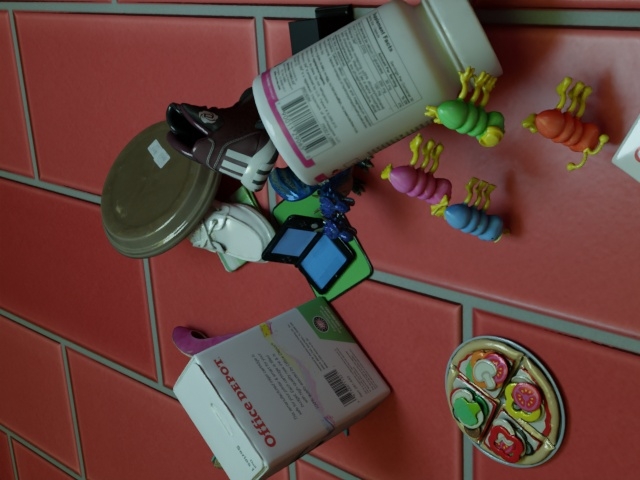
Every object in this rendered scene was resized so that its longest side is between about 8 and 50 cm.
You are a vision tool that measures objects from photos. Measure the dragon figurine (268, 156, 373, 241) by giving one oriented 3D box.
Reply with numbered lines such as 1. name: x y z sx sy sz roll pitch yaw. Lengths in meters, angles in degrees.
1. dragon figurine: -0.023 -0.111 1.375 0.289 0.144 0.085 41 130 27

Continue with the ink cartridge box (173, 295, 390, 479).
1. ink cartridge box: -0.060 0.237 1.447 0.201 0.278 0.117 53 137 16

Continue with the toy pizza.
1. toy pizza: 0.255 0.234 1.310 0.201 0.032 0.201 19 119 40

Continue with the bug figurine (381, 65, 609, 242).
1. bug figurine: 0.203 -0.091 1.125 0.279 0.216 0.072 -52 30 44

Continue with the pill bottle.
1. pill bottle: 0.072 -0.200 1.152 0.283 0.160 0.160 -27 85 12

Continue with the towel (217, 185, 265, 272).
1. towel: -0.145 -0.020 1.633 0.152 0.023 0.113 -35 81 44

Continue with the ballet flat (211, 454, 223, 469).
1. ballet flat: -0.152 0.378 1.771 0.067 0.073 0.206 27 131 3

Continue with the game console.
1. game console: -0.023 0.025 1.478 0.122 0.107 0.071 -52 39 43

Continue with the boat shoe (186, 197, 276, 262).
1. boat shoe: -0.192 -0.021 1.588 0.277 0.096 0.098 23 119 37

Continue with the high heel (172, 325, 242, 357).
1. high heel: -0.196 0.186 1.742 0.244 0.082 0.117 29 93 52

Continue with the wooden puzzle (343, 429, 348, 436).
1. wooden puzzle: 0.004 0.292 1.603 0.116 0.014 0.078 23 121 38

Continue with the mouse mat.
1. mouse mat: 0.000 0.000 1.499 0.152 0.007 0.189 -36 80 47

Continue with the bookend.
1. bookend: -0.023 -0.249 1.313 0.072 0.157 0.156 8 111 43

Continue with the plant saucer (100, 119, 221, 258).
1. plant saucer: -0.289 -0.101 1.610 0.278 0.041 0.278 -18 57 29

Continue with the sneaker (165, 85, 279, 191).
1. sneaker: -0.150 -0.186 1.378 0.281 0.162 0.106 -101 34 -60

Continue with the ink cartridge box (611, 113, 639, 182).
1. ink cartridge box: 0.463 -0.088 0.909 0.273 0.115 0.198 43 132 26
